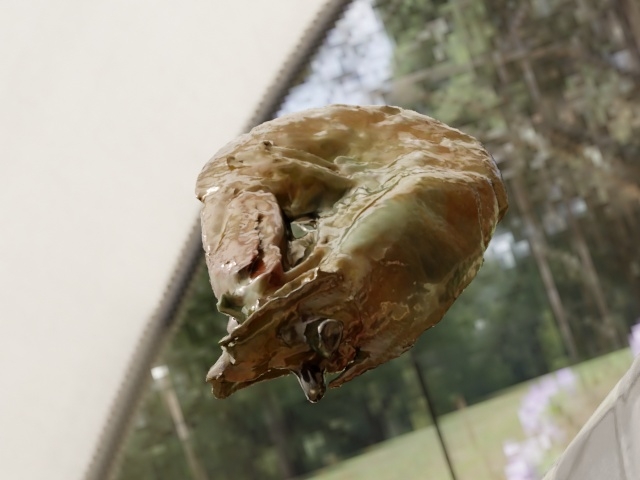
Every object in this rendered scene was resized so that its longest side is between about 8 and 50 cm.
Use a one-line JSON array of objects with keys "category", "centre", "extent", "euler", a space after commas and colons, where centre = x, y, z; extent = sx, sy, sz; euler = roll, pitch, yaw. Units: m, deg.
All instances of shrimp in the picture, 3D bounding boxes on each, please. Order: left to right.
[{"category": "shrimp", "centre": [-0.001, 0.002, 0.733], "extent": [0.115, 0.051, 0.217], "euler": [10, 30, 16]}]

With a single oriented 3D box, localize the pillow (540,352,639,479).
[{"category": "pillow", "centre": [0.131, 0.152, 0.795], "extent": [0.106, 0.186, 0.250], "euler": [12, -49, -20]}]
